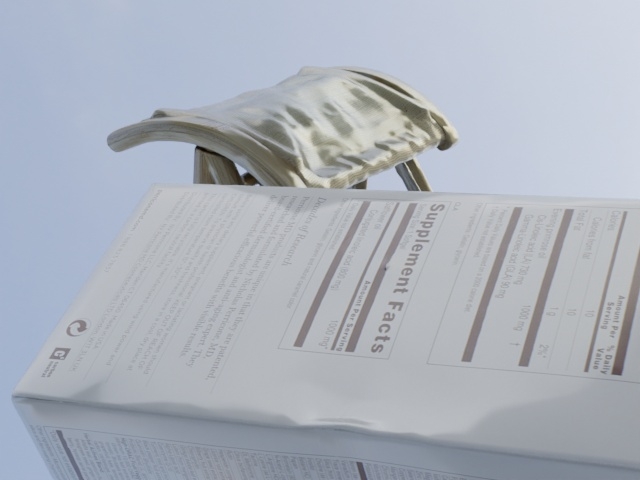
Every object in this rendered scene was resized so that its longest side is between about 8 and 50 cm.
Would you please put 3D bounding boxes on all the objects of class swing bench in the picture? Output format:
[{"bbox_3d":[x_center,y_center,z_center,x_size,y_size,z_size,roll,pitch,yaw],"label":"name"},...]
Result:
[{"bbox_3d":[0.000,0.000,0.989,0.253,0.165,0.254,-28,-70,-56],"label":"swing bench"}]

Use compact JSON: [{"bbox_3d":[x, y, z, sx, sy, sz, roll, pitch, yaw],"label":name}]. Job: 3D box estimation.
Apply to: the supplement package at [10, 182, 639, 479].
[{"bbox_3d":[0.032,0.071,0.514,0.134,0.244,0.139,-64,-31,-44],"label":"supplement package"}]
